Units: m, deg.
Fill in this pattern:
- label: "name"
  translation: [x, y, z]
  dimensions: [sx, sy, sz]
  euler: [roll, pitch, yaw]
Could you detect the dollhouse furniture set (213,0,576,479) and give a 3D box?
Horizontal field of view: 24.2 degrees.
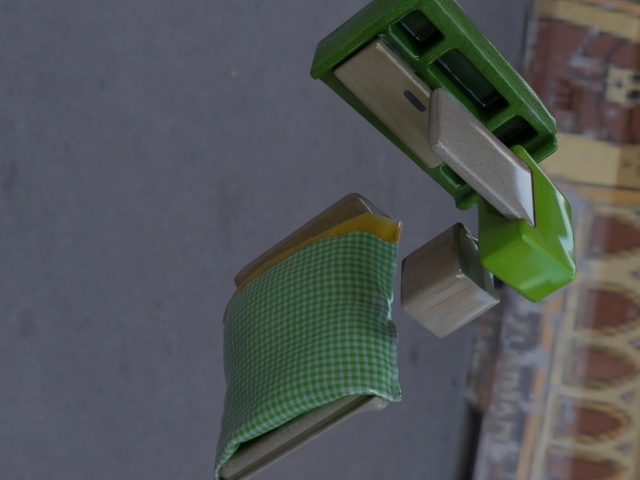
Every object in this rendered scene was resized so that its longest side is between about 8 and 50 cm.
- label: "dollhouse furniture set"
  translation: [0.000, 0.000, 0.983]
  dimensions: [0.151, 0.301, 0.197]
  euler: [41, 31, -24]
